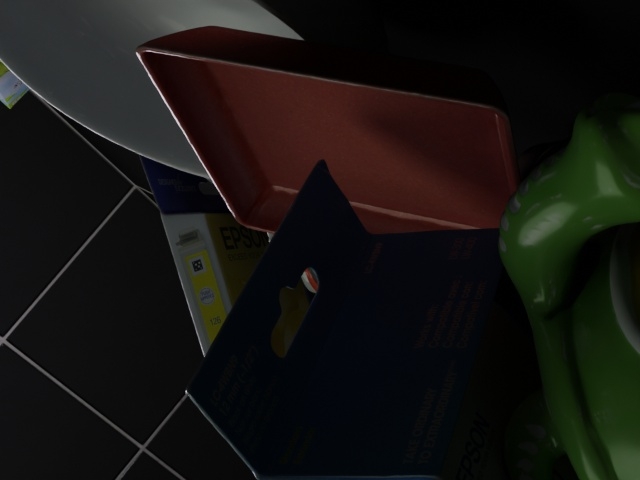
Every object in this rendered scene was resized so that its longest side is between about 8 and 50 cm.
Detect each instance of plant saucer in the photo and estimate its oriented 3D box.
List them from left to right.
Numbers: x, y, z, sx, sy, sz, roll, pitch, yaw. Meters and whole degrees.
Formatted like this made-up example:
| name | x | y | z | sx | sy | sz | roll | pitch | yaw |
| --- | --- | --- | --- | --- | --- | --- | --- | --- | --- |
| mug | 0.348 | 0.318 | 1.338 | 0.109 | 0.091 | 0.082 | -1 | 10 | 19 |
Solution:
| name | x | y | z | sx | sy | sz | roll | pitch | yaw |
| --- | --- | --- | --- | --- | --- | --- | --- | --- | --- |
| plant saucer | 0.028 | -0.063 | 0.917 | 0.259 | 0.047 | 0.258 | 12 | 156 | 20 |

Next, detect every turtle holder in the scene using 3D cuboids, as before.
| name | x | y | z | sx | sy | sz | roll | pitch | yaw |
| --- | --- | --- | --- | --- | --- | --- | --- | --- | --- |
| turtle holder | 0.249 | 0.055 | 0.754 | 0.227 | 0.243 | 0.320 | -26 | 88 | 40 |

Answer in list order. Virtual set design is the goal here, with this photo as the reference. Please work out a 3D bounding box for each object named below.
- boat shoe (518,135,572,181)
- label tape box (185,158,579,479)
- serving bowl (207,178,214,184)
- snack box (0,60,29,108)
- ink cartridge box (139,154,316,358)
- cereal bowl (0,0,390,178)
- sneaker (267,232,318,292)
| name | x | y | z | sx | sy | sz | roll | pitch | yaw |
| --- | --- | --- | --- | --- | --- | --- | --- | --- | --- |
| boat shoe | 0.267 | 0.056 | 0.970 | 0.342 | 0.123 | 0.123 | 45 | 177 | -11 |
| label tape box | 0.101 | 0.122 | 0.829 | 0.115 | 0.249 | 0.347 | -26 | 112 | 34 |
| serving bowl | -0.119 | -0.089 | 1.338 | 0.083 | 0.027 | 0.083 | 39 | 170 | 8 |
| snack box | -0.397 | -0.282 | 1.732 | 0.070 | 0.174 | 0.207 | 43 | 171 | 0 |
| ink cartridge box | -0.068 | 0.039 | 1.486 | 0.304 | 0.072 | 0.307 | -6 | -100 | -67 |
| cereal bowl | -0.097 | -0.182 | 1.001 | 0.339 | 0.141 | 0.339 | 17 | 158 | 7 |
| sneaker | 0.000 | 0.000 | 1.262 | 0.065 | 0.061 | 0.158 | 2 | 152 | 27 |
